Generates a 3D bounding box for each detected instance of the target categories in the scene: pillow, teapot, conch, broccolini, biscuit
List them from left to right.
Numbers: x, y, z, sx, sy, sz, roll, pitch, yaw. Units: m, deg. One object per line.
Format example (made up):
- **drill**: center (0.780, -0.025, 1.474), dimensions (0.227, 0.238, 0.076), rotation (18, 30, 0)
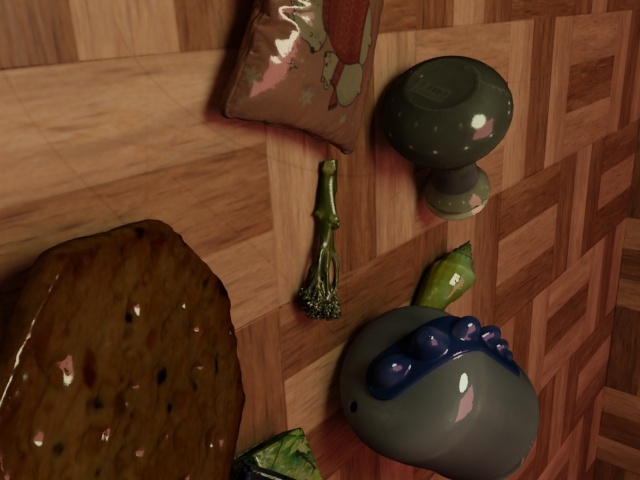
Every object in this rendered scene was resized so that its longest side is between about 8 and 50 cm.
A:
- **biscuit**: center (-0.168, 0.155, 0.583), dimensions (0.359, 0.046, 0.359), rotation (-3, 90, -68)
- **pillow**: center (-0.005, -0.229, 0.718), dimensions (0.223, 0.084, 0.236), rotation (11, 96, -52)
- **broccolini**: center (-0.002, 0.000, 0.834), dimensions (0.067, 0.058, 0.216), rotation (-98, -173, -83)
- **conch**: center (0.217, 0.083, 1.096), dimensions (0.201, 0.079, 0.095), rotation (-50, 151, -4)
- **teapot**: center (0.195, -0.141, 0.933), dimensions (0.183, 0.183, 0.251), rotation (-57, 149, -23)

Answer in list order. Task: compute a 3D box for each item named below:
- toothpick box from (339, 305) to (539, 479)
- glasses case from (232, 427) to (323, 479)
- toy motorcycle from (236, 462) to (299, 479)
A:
- **toothpick box**: center (0.187, 0.229, 0.964), dimensions (0.354, 0.263, 0.263), rotation (36, 73, -48)
- **glasses case**: center (-0.021, 0.390, 0.798), dimensions (0.095, 0.062, 0.272), rotation (-14, 79, -48)
- **toy motorcycle**: center (-0.115, 0.449, 0.678), dimensions (0.125, 0.212, 0.359), rotation (24, 103, -8)
